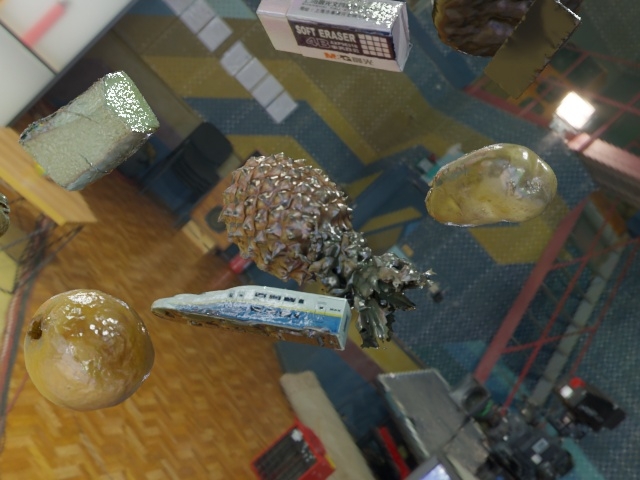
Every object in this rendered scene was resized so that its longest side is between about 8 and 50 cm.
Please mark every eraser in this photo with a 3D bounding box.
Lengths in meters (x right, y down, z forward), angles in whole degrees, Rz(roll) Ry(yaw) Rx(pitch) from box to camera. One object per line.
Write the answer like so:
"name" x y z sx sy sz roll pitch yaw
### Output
"eraser" 0.028 -0.416 1.443 0.287 0.086 0.130 15 -20 22

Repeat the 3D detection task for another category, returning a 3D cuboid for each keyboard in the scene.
"keyboard" 0.313 -0.287 1.098 0.074 0.015 0.196 46 -26 8

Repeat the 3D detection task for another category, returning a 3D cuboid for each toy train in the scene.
"toy train" -0.084 0.081 0.851 0.234 0.051 0.052 7 -28 16

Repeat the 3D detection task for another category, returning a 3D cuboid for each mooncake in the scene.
"mooncake" 0.322 -0.450 1.276 0.290 0.291 0.161 39 43 -61

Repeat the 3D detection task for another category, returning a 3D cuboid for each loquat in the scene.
"loquat" -0.418 0.199 1.335 0.238 0.193 0.238 51 14 -18

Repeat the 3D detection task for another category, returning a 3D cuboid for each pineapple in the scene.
"pineapple" 0.000 0.000 0.956 0.175 0.175 0.361 43 -8 -40

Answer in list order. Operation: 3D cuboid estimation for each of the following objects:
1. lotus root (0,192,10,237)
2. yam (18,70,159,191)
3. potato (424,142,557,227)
"lotus root" -0.658 -0.032 1.318 0.088 0.192 0.113 107 -37 -56
"yam" -0.537 -0.269 1.766 0.202 0.271 0.201 53 24 -15
"potato" 0.347 -0.109 1.547 0.192 0.296 0.141 37 52 -29
